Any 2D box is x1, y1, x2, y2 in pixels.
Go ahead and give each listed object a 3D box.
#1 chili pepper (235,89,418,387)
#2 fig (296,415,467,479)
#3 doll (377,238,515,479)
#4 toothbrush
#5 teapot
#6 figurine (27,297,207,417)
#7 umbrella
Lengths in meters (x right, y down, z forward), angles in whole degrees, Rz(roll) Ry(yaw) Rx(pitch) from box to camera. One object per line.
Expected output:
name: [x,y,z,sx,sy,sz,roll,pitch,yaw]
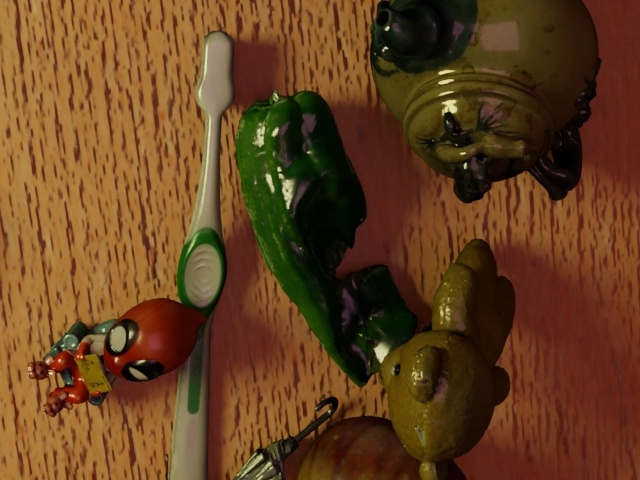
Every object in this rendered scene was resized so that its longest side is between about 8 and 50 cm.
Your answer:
chili pepper: [0.001,-0.001,0.836,0.099,0.083,0.253,-27,105,-13]
fig: [0.025,0.261,0.840,0.160,0.143,0.230,42,79,-17]
doll: [0.104,0.088,0.824,0.097,0.209,0.137,0,124,26]
toothbrush: [-0.099,0.038,0.845,0.042,0.040,0.417,2,99,-15]
teapot: [0.130,-0.108,0.781,0.269,0.173,0.182,37,50,-39]
figurine: [-0.158,0.090,0.822,0.140,0.075,0.068,-21,101,13]
umbrella: [-0.084,0.228,0.872,0.269,0.044,0.044,-40,57,-6]
